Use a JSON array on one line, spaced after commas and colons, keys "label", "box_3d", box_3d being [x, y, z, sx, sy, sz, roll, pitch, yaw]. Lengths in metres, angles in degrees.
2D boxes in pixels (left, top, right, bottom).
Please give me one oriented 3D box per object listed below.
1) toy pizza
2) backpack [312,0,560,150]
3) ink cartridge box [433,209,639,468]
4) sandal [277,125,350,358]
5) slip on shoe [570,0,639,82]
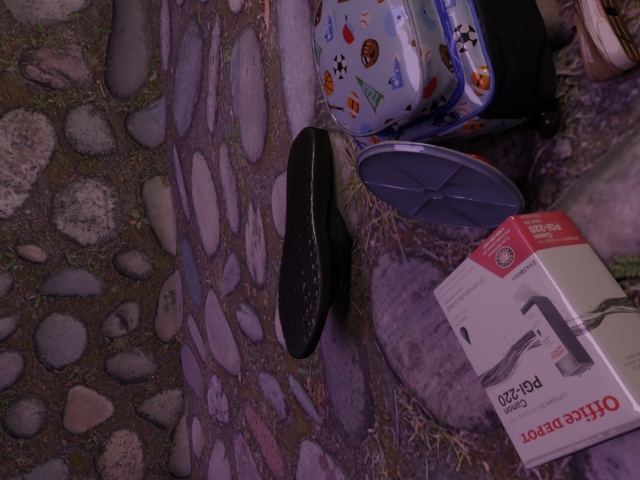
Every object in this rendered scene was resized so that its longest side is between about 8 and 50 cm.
[{"label": "toy pizza", "box_3d": [0.139, -0.069, 0.582, 0.201, 0.201, 0.032, -5, 61, 61]}, {"label": "backpack", "box_3d": [0.112, -0.219, 0.589, 0.263, 0.213, 0.276, 158, 104, -68]}, {"label": "ink cartridge box", "box_3d": [0.236, 0.101, 0.513, 0.218, 0.092, 0.158, 66, 145, 28]}, {"label": "sandal", "box_3d": [0.001, -0.002, 0.930, 0.167, 0.107, 0.446, -22, 62, 61]}, {"label": "slip on shoe", "box_3d": [0.260, -0.218, 0.472, 0.041, 0.051, 0.135, -30, 76, 55]}]
